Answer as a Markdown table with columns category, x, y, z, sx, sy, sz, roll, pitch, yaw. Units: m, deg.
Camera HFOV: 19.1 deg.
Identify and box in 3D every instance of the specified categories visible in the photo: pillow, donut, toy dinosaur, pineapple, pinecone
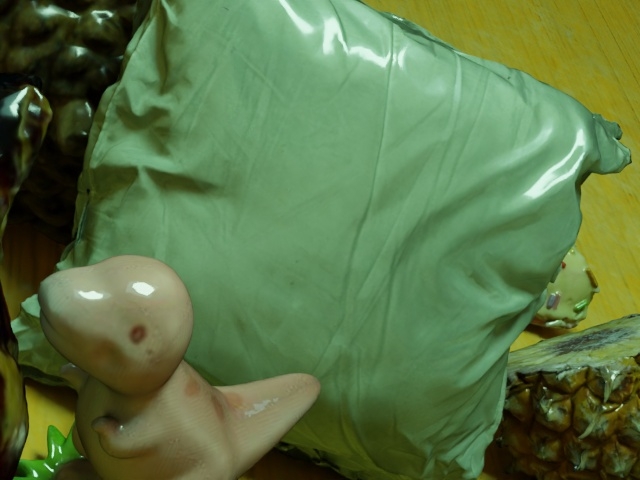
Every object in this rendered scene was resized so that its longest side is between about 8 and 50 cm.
| category | x | y | z | sx | sy | sz | roll | pitch | yaw |
| --- | --- | --- | --- | --- | --- | --- | --- | --- | --- |
| pillow | 0.000 | 0.000 | 1.094 | 0.310 | 0.283 | 0.138 | 24 | 7 | -16 |
| donut | 0.132 | -0.004 | 1.446 | 0.108 | 0.065 | 0.166 | 10 | 31 | -32 |
| toy dinosaur | -0.082 | 0.079 | 0.962 | 0.194 | 0.177 | 0.152 | 15 | 30 | -29 |
| pineapple | 0.194 | 0.128 | 1.230 | 0.176 | 0.161 | 0.137 | -17 | 95 | -50 |
| pinecone | -0.172 | -0.133 | 1.189 | 0.243 | 0.243 | 0.257 | -3 | 41 | -47 |

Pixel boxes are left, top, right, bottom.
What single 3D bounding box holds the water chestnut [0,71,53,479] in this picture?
| category | x | y | z | sx | sy | sz | roll | pitch | yaw |
| --- | --- | --- | --- | --- | --- | --- | --- | --- | --- |
| water chestnut | -0.247 | 0.027 | 0.818 | 0.289 | 0.244 | 0.289 | 20 | 28 | -11 |
